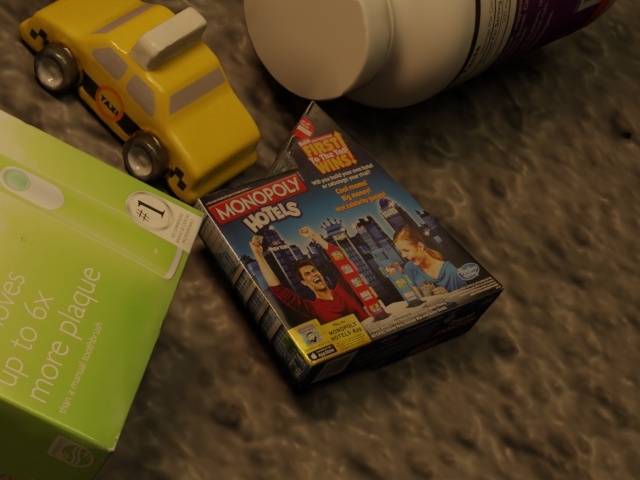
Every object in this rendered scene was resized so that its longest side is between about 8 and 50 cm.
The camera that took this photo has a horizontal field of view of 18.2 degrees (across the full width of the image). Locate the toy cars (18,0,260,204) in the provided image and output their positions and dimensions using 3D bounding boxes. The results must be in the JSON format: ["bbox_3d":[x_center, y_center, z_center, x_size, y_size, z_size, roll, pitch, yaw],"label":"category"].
[{"bbox_3d":[-0.135,-0.208,1.494,0.176,0.087,0.394,9,50,-26],"label":"toy cars"}]

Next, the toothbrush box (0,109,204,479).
[{"bbox_3d":[-0.240,0.022,1.216,0.283,0.122,0.206,27,45,-8],"label":"toothbrush box"}]

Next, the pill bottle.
[{"bbox_3d":[0.092,-0.214,1.572,0.323,0.181,0.181,-26,71,-42],"label":"pill bottle"}]

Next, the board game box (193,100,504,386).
[{"bbox_3d":[0.000,0.000,1.425,0.194,0.060,0.194,-18,65,-40],"label":"board game box"}]
